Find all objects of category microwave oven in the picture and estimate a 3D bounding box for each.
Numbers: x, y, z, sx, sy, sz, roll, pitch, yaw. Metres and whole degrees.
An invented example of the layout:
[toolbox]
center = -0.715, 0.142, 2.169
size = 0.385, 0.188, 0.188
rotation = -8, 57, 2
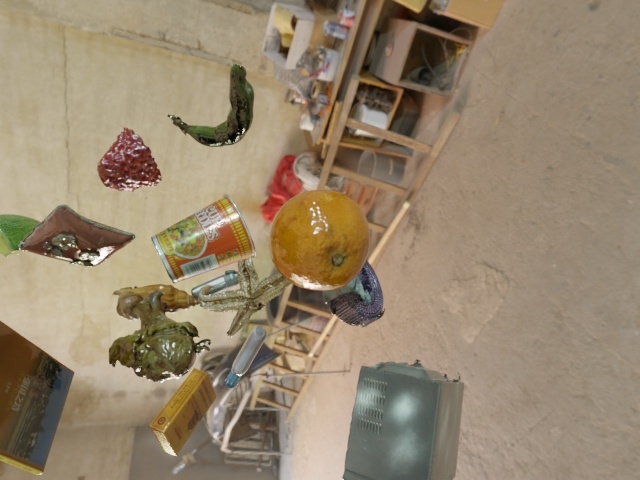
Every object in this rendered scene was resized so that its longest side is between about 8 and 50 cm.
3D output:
[microwave oven]
center = 0.280, 0.558, 1.253
size = 0.236, 0.432, 0.374
rotation = 4, 74, 28

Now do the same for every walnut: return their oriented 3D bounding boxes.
[walnut]
center = -0.576, 0.199, 1.236
size = 0.079, 0.082, 0.096
rotation = 40, 152, 38

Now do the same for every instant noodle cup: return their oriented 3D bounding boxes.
[instant noodle cup]
center = -0.300, 0.006, 1.035
size = 0.193, 0.212, 0.193
rotation = 53, 159, 30

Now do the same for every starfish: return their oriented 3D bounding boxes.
[starfish]
center = -0.281, 0.156, 1.590
size = 0.432, 0.082, 0.324
rotation = -48, 66, 8

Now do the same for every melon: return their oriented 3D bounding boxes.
[melon]
center = -1.210, -0.027, 1.691
size = 0.124, 0.196, 0.323
rotation = -51, -3, 10

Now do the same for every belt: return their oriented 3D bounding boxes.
[belt]
center = 0.116, 0.165, 1.554
size = 0.122, 0.260, 0.325
rotation = -40, 52, 36

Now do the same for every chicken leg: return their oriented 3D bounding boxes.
[chicken leg]
center = -0.441, 0.256, 1.056
size = 0.361, 0.211, 0.140
rotation = 18, 112, 46

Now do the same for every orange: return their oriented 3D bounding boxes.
[orange]
center = 0.000, 0.000, 1.216
size = 0.312, 0.312, 0.312
rotation = -173, 90, -69

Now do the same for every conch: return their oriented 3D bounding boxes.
[conch]
center = -0.620, 0.225, 1.548
size = 0.109, 0.330, 0.093
rotation = 110, 159, -53

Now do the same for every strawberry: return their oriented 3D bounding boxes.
[strawberry]
center = -0.697, -0.269, 1.432
size = 0.234, 0.178, 0.234
rotation = 28, 136, 31

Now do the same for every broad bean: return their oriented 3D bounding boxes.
[broad bean]
center = -0.229, -0.283, 0.931
size = 0.292, 0.144, 0.049
rotation = -14, 43, 41

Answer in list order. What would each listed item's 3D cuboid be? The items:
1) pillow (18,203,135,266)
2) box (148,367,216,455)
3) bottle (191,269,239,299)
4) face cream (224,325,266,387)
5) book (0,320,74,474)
[pillow]
center = -0.547, 0.005, 0.923
size = 0.171, 0.179, 0.075
rotation = -31, 56, 22
[box]
center = -0.536, 0.674, 1.616
size = 0.274, 0.076, 0.174
rotation = -55, -33, -46
[bottle]
center = -0.528, 0.223, 2.055
size = 0.079, 0.254, 0.096
rotation = -110, -3, -60
[face cream]
center = -0.385, 0.600, 2.075
size = 0.336, 0.080, 0.163
rotation = -59, 7, 9
[book]
center = -0.715, 0.326, 0.908
size = 0.262, 0.028, 0.374
rotation = -105, -4, -48
